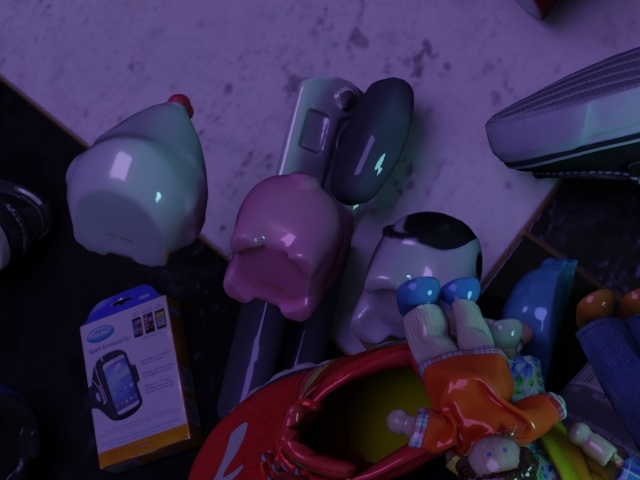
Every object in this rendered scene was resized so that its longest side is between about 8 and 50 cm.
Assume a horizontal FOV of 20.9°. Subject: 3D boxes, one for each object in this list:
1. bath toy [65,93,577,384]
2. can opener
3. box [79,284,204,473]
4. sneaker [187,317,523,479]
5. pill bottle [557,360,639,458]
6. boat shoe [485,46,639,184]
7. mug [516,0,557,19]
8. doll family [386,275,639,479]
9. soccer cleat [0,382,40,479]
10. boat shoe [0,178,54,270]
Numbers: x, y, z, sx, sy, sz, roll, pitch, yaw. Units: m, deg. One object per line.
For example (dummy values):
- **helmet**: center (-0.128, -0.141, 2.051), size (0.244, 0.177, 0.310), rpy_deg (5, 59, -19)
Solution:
- **bath toy**: center (0.000, 0.000, 1.183), size (0.348, 0.151, 0.129), rpy_deg (21, 51, 3)
- **can opener**: center (-0.008, 0.006, 1.277), size (0.093, 0.074, 0.280), rpy_deg (-2, 70, 64)
- **box**: center (-0.140, 0.104, 1.344), size (0.081, 0.028, 0.136), rpy_deg (-20, 63, 18)
- **sneaker**: center (0.001, 0.120, 1.097), size (0.279, 0.118, 0.107), rpy_deg (-32, 77, 34)
- **pill bottle**: center (0.165, 0.199, 1.041), size (0.176, 0.176, 0.318), rpy_deg (37, 77, 31)
- **boat shoe**: center (0.260, -0.069, 1.156), size (0.335, 0.121, 0.119), rpy_deg (-8, 111, 43)
- **mug**: center (0.200, -0.246, 1.261), size (0.169, 0.113, 0.150), rpy_deg (-40, 63, 3)
- **doll family**: center (0.162, 0.103, 0.943), size (0.263, 0.118, 0.163), rpy_deg (-10, 51, -10)
- **soccer cleat**: center (-0.306, 0.244, 1.349), size (0.121, 0.093, 0.289), rpy_deg (11, 73, 63)
- **boat shoe**: center (-0.325, -0.026, 1.463), size (0.233, 0.084, 0.079), rpy_deg (12, 40, 35)
